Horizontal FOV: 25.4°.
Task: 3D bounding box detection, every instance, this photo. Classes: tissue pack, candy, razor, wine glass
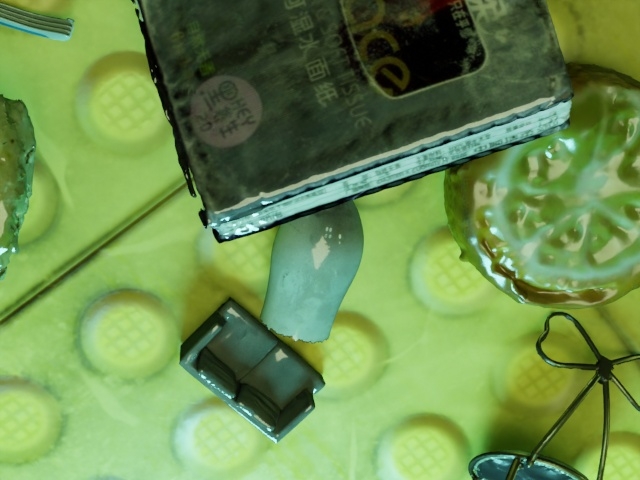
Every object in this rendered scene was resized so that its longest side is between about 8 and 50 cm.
[{"bbox_3d":[0.029,-0.174,1.323,0.361,0.122,0.259,-18,77,3],"label":"tissue pack"},{"bbox_3d":[0.253,-0.053,1.436,0.260,0.118,0.260,-3,111,-7],"label":"candy"},{"bbox_3d":[-0.330,-0.230,1.357,0.191,0.037,0.068,20,66,-17],"label":"razor"},{"bbox_3d":[0.000,0.000,1.445,0.093,0.093,0.202,12,108,-10],"label":"wine glass"}]

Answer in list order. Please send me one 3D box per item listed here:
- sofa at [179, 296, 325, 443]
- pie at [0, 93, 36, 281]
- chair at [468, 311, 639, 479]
[{"bbox_3d":[-0.071,0.140,1.508,0.085,0.060,0.147,-44,108,11],"label":"sofa"},{"bbox_3d":[-0.490,-0.032,1.340,0.395,0.180,0.418,37,95,-3],"label":"pie"},{"bbox_3d":[0.239,0.264,1.550,0.160,0.170,0.325,27,63,-10],"label":"chair"}]
